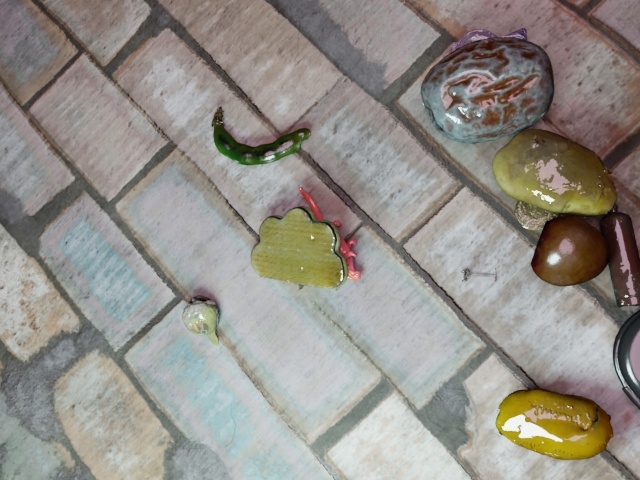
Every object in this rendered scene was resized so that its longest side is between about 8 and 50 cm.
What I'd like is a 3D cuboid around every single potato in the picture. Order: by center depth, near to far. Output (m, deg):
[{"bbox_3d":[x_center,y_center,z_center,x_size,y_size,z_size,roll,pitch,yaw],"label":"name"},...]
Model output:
[{"bbox_3d":[0.558,-0.157,1.628,0.296,0.141,0.192,29,73,16],"label":"potato"}]

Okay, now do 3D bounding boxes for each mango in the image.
[{"bbox_3d":[0.520,0.414,1.540,0.248,0.156,0.151,5,117,14],"label":"mango"}]

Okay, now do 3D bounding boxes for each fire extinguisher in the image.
[{"bbox_3d":[0.696,0.023,1.613,0.089,0.072,0.268,-20,73,47],"label":"fire extinguisher"}]

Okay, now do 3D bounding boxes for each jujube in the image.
[{"bbox_3d":[0.410,-0.365,1.665,0.307,0.215,0.247,-27,75,4],"label":"jujube"}]

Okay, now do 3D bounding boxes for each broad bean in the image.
[{"bbox_3d":[-0.177,-0.269,1.863,0.291,0.049,0.144,15,83,15],"label":"broad bean"}]

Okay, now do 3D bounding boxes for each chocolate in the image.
[{"bbox_3d":[0.579,0.031,1.588,0.176,0.177,0.177,-2,80,12],"label":"chocolate"}]

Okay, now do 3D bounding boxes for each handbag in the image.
[{"bbox_3d":[0.801,0.288,1.526,0.253,0.093,0.308,-39,75,3],"label":"handbag"}]

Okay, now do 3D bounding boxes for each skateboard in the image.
[{"bbox_3d":[0.389,0.081,1.675,0.083,0.064,0.032,0,72,1],"label":"skateboard"}]

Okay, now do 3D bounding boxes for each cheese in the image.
[{"bbox_3d":[0.435,-0.497,1.773,0.190,0.042,0.105,-3,81,10],"label":"cheese"}]

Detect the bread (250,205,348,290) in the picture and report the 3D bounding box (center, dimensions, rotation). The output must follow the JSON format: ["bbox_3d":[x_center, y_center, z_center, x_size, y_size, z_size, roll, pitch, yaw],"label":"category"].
[{"bbox_3d":[-0.050,0.015,1.739,0.286,0.056,0.208,12,101,27],"label":"bread"}]

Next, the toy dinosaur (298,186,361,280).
[{"bbox_3d":[-0.002,0.008,1.782,0.286,0.070,0.139,50,115,17],"label":"toy dinosaur"}]

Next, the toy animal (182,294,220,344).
[{"bbox_3d":[-0.301,0.204,1.800,0.098,0.137,0.098,-23,36,17],"label":"toy animal"}]

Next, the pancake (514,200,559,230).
[{"bbox_3d":[0.532,-0.080,1.692,0.114,0.011,0.115,-2,80,12],"label":"pancake"}]
